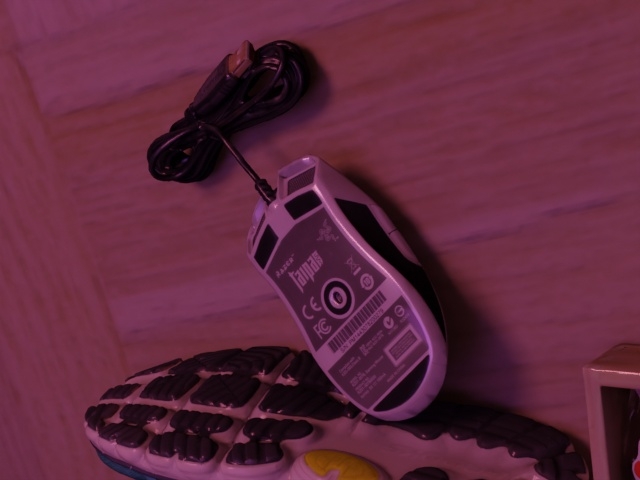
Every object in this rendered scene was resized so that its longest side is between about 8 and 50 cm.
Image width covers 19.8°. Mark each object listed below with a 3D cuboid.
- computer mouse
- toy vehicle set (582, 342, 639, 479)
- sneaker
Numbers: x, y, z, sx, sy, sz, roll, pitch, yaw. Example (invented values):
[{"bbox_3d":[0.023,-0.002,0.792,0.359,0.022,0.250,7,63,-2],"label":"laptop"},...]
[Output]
[{"bbox_3d":[0.000,0.000,0.863,0.106,0.042,0.193,-46,71,33],"label":"computer mouse"},{"bbox_3d":[0.206,0.180,0.780,0.166,0.035,0.267,2,108,35],"label":"toy vehicle set"},{"bbox_3d":[0.000,0.128,0.874,0.275,0.107,0.110,16,124,31],"label":"sneaker"}]
